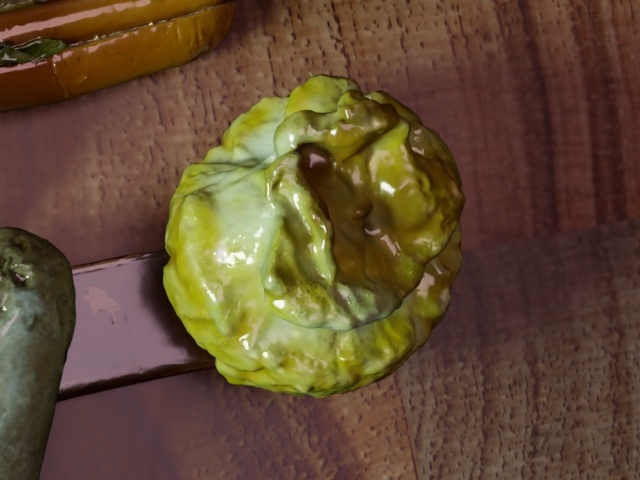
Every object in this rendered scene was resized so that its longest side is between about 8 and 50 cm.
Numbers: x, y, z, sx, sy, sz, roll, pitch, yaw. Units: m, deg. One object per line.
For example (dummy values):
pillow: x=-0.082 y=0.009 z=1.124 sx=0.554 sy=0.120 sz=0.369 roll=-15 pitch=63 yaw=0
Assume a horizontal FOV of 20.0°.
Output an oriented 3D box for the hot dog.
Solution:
hot dog: x=-0.179 y=-0.150 z=1.266 sx=0.249 sy=0.068 sz=0.100 roll=-17 pitch=88 yaw=-14

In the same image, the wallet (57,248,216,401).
wallet: x=-0.152 y=0.061 z=1.277 sx=0.176 sy=0.026 sz=0.095 roll=-13 pitch=93 yaw=-11

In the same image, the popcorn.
popcorn: x=0.000 y=0.000 z=1.234 sx=0.204 sy=0.183 sz=0.221 roll=39 pitch=63 yaw=-26

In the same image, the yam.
yam: x=-0.245 y=0.151 z=1.191 sx=0.133 sy=0.133 sz=0.330 roll=18 pitch=83 yaw=-11
